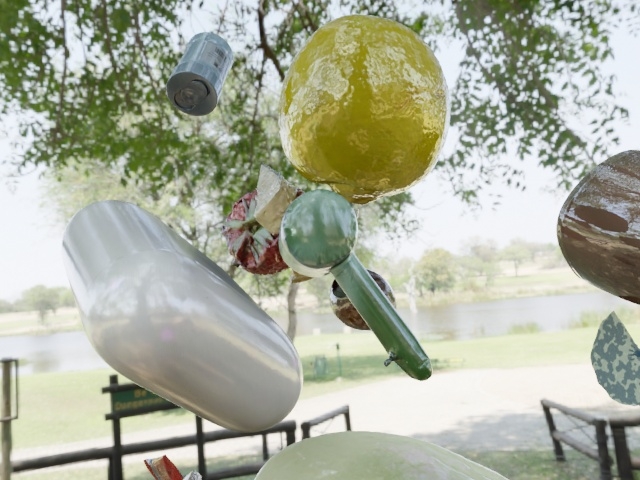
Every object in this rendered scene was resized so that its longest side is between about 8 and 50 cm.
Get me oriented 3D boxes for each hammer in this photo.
[{"bbox_3d":[0.057,0.082,0.834,0.119,0.335,0.206,-35,-6,-8],"label":"hammer"}]

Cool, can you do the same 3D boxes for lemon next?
[{"bbox_3d":[0.080,-0.243,1.008,0.348,0.348,0.348,-5,-5,0],"label":"lemon"}]

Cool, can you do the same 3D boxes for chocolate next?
[{"bbox_3d":[0.108,0.153,1.330,0.176,0.177,0.177,-5,-5,0],"label":"chocolate"}]

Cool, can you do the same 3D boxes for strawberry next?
[{"bbox_3d":[-0.137,-0.022,1.577,0.261,0.261,0.257,-7,-19,28],"label":"strawberry"}]

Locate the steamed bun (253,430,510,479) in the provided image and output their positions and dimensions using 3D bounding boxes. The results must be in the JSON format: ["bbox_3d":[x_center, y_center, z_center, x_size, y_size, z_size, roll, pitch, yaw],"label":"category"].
[{"bbox_3d":[0.117,0.441,0.665,0.456,0.371,0.290,19,29,15],"label":"steamed bun"}]

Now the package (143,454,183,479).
[{"bbox_3d":[-0.435,0.630,1.479,0.022,0.083,0.200,-31,-3,-41],"label":"package"}]

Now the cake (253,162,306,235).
[{"bbox_3d":[-0.084,-0.123,1.217,0.116,0.220,0.086,-36,-61,29],"label":"cake"}]

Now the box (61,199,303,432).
[{"bbox_3d":[-0.184,0.087,0.692,0.289,0.141,0.349,46,-8,-37],"label":"box"}]

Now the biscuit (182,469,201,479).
[{"bbox_3d":[-0.327,0.583,1.042,0.278,0.043,0.301,-46,9,41],"label":"biscuit"}]

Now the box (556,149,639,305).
[{"bbox_3d":[0.655,-0.012,1.059,0.301,0.301,0.216,-3,21,-17],"label":"box"}]

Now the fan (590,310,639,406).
[{"bbox_3d":[0.695,0.282,1.256,0.131,0.240,0.009,-19,5,-7],"label":"fan"}]

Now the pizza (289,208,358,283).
[{"bbox_3d":[0.002,0.006,1.437,0.134,0.271,0.056,30,-14,6],"label":"pizza"}]

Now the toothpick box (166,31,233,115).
[{"bbox_3d":[-0.236,-0.332,1.071,0.101,0.153,0.101,5,-42,4],"label":"toothpick box"}]
